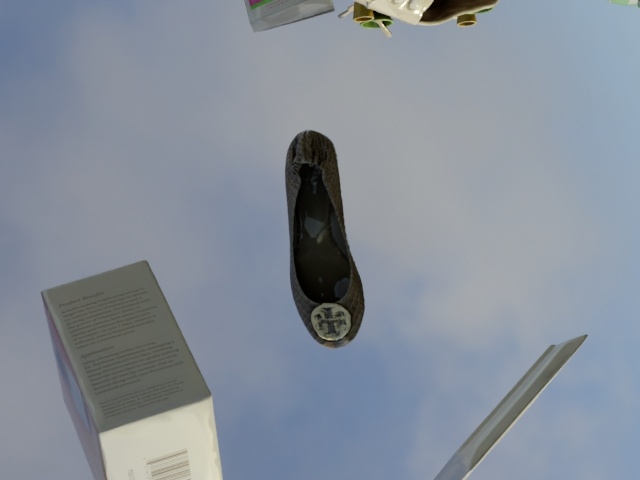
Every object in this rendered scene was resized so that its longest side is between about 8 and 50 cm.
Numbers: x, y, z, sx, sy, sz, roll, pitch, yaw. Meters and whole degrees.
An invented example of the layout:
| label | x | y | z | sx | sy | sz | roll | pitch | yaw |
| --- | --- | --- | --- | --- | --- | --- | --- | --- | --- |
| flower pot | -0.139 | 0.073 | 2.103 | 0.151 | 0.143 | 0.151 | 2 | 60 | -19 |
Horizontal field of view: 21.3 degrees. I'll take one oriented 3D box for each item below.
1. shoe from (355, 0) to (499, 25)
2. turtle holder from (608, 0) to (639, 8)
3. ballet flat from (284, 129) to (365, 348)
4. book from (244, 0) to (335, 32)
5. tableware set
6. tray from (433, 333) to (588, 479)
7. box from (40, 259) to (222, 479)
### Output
| label | x | y | z | sx | sy | sz | roll | pitch | yaw |
| --- | --- | --- | --- | --- | --- | --- | --- | --- | --- |
| shoe | 0.062 | -0.171 | 1.039 | 0.058 | 0.076 | 0.219 | 28 | -168 | 17 |
| turtle holder | 0.387 | -0.333 | 1.528 | 0.243 | 0.320 | 0.227 | 0 | -106 | -57 |
| ballet flat | 0.000 | 0.000 | 1.907 | 0.058 | 0.084 | 0.250 | -30 | -65 | -80 |
| book | -0.046 | -0.308 | 1.920 | 0.035 | 0.096 | 0.144 | 65 | -170 | -56 |
| tableware set | 0.103 | -0.241 | 1.817 | 0.154 | 0.104 | 0.024 | -2 | -98 | -21 |
| tray | 0.211 | 0.213 | 2.002 | 0.030 | 0.145 | 0.270 | 40 | -129 | 10 |
| box | -0.147 | 0.124 | 1.333 | 0.170 | 0.091 | 0.130 | -122 | 21 | -47 |
